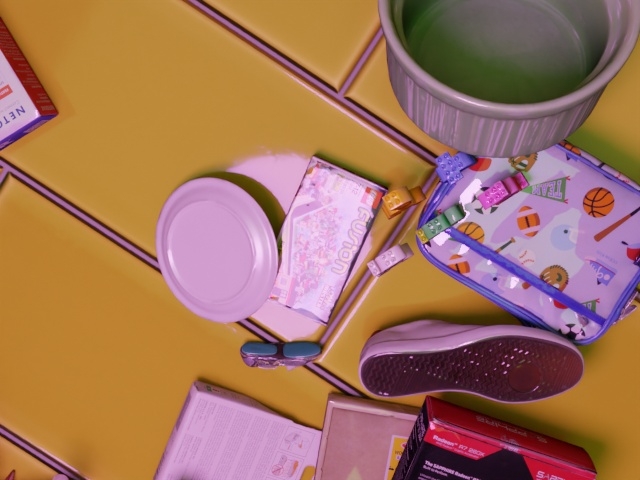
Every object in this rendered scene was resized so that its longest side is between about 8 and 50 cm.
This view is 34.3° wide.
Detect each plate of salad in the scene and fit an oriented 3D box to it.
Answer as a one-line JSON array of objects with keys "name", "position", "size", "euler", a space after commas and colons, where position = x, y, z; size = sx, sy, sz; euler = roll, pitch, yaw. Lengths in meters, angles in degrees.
[{"name": "plate of salad", "position": [-0.138, 0.012, 1.404], "size": [0.199, 0.048, 0.200], "euler": [7, 104, 27]}]

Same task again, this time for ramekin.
[{"name": "ramekin", "position": [0.218, -0.248, 1.250], "size": [0.303, 0.148, 0.304], "euler": [0, 65, 1]}]

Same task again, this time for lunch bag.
[{"name": "lunch bag", "position": [0.289, -0.008, 1.357], "size": [0.303, 0.115, 0.243], "euler": [32, 101, 0]}]

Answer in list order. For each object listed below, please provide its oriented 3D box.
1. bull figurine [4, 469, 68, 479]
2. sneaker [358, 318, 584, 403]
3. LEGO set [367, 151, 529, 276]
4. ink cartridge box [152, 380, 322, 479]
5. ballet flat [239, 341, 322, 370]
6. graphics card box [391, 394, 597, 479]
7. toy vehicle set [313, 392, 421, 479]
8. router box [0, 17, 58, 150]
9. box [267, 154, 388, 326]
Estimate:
[{"name": "bull figurine", "position": [-0.338, 0.410, 1.438], "size": [0.310, 0.188, 0.101], "euler": [33, 62, -9]}, {"name": "sneaker", "position": [0.197, 0.142, 1.372], "size": [0.290, 0.123, 0.106], "euler": [1, 111, 5]}, {"name": "LEGO set", "position": [0.131, -0.043, 1.274], "size": [0.227, 0.093, 0.087], "euler": [-33, 82, 18]}, {"name": "ink cartridge box", "position": [-0.107, 0.316, 1.469], "size": [0.224, 0.056, 0.181], "euler": [20, 99, -18]}, {"name": "ballet flat", "position": [-0.054, 0.162, 1.443], "size": [0.114, 0.041, 0.041], "euler": [1, 98, 4]}, {"name": "graphics card box", "position": [0.186, 0.412, 1.390], "size": [0.232, 0.094, 0.371], "euler": [18, 106, -4]}, {"name": "toy vehicle set", "position": [0.127, 0.318, 1.443], "size": [0.266, 0.035, 0.166], "euler": [10, 99, -1]}, {"name": "router box", "position": [-0.578, -0.213, 1.394], "size": [0.335, 0.082, 0.301], "euler": [-29, 96, 7]}, {"name": "box", "position": [0.000, 0.000, 1.412], "size": [0.114, 0.036, 0.207], "euler": [23, 99, 0]}]
